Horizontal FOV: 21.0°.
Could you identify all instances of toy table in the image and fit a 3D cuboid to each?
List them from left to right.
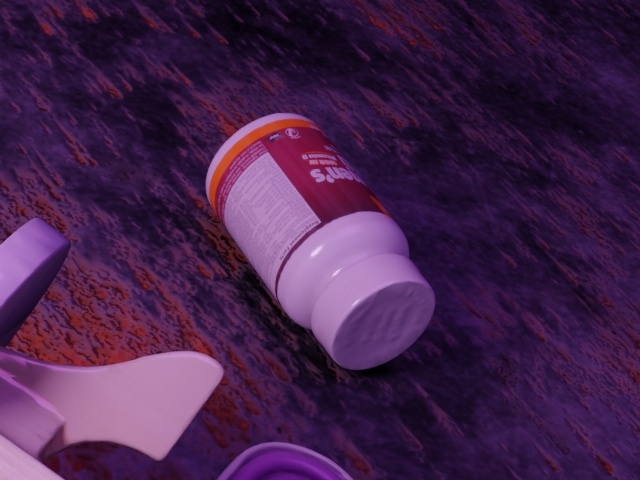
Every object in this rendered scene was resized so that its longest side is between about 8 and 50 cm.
[{"bbox_3d":[-0.197,0.140,1.060,0.161,0.274,0.252,37,-1,0],"label":"toy table"}]

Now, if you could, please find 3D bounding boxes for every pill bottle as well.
[{"bbox_3d":[0.000,0.000,1.478,0.121,0.121,0.221,-3,41,-37],"label":"pill bottle"}]

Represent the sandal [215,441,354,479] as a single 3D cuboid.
[{"bbox_3d":[-0.055,0.251,1.090,0.169,0.102,0.416,20,34,-3],"label":"sandal"}]
